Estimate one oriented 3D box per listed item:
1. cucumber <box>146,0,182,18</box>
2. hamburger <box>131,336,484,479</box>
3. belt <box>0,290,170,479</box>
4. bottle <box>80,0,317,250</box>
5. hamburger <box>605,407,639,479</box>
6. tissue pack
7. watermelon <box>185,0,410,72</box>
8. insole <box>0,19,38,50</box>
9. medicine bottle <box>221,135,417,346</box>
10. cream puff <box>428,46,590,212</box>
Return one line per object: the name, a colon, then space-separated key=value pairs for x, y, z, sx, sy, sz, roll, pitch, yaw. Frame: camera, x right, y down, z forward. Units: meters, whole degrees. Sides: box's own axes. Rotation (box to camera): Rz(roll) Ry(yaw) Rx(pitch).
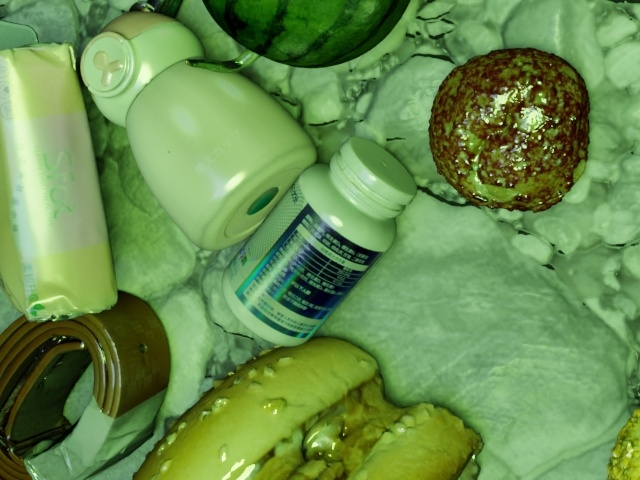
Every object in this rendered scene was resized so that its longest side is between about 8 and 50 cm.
cucumber: x=-0.148 y=-0.252 z=1.006 sx=0.036 sy=0.033 sz=0.184 roll=25 pitch=115 yaw=-1
hamburger: x=-0.076 y=0.304 z=0.959 sx=0.268 sy=0.287 sz=0.445 roll=40 pitch=111 yaw=16
belt: x=-0.275 y=0.170 z=1.127 sx=0.184 sy=0.105 sz=0.261 roll=44 pitch=114 yaw=14
bottle: x=-0.128 y=-0.119 z=0.963 sx=0.236 sy=0.147 sz=0.147 roll=48 pitch=117 yaw=12
hamburger: x=0.305 y=0.244 z=0.764 sx=0.179 sy=0.276 sz=0.294 roll=-6 pitch=88 yaw=21
tissue pack: x=-0.288 y=-0.062 z=1.022 sx=0.215 sy=0.123 sz=0.256 roll=-163 pitch=61 yaw=-65
watermelon: x=-0.015 y=-0.227 z=0.859 sx=0.188 sy=0.188 sz=0.214 roll=33 pitch=111 yaw=16
insole: x=-0.375 y=-0.225 z=1.141 sx=0.153 sy=0.002 sz=0.053 roll=13 pitch=107 yaw=23
medicine bottle: x=0.000 y=0.000 z=0.945 sx=0.107 sy=0.107 sz=0.191 roll=44 pitch=114 yaw=11
cream puff: x=0.157 y=-0.090 z=0.863 sx=0.149 sy=0.084 sz=0.149 roll=7 pitch=106 yaw=26
